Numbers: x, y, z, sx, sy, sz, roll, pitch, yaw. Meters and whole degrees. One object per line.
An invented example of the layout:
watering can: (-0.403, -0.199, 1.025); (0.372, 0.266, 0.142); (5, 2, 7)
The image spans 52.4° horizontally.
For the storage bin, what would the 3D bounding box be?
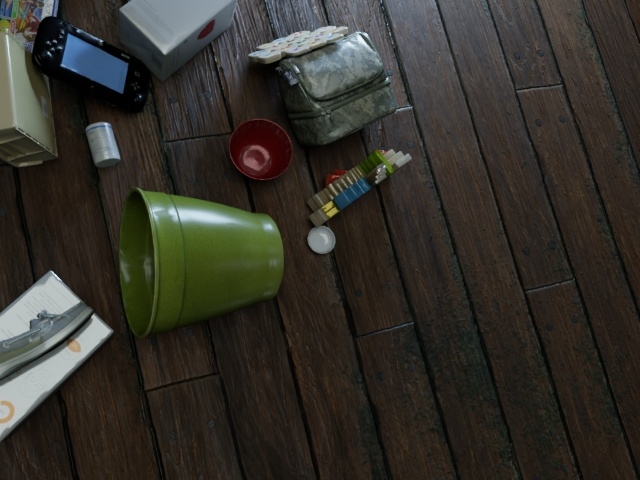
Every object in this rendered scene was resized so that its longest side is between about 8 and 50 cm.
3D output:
storage bin: (-0.773, -0.347, 1.630); (0.123, 0.260, 0.262); (-11, 80, -1)

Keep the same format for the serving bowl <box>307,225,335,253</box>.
serving bowl: (0.000, 0.000, 1.900); (0.083, 0.027, 0.083); (3, 77, -15)

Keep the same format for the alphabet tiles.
alphabet tiles: (-0.064, -0.574, 1.900); (0.284, 0.278, 0.021); (-27, 119, -20)

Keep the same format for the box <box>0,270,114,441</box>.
box: (-0.697, 0.275, 1.555); (0.215, 0.168, 0.345); (45, 69, -3)

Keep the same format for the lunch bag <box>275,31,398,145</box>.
lunch bag: (0.040, -0.439, 1.879); (0.305, 0.212, 0.256); (-28, 108, -20)

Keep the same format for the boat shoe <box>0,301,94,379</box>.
boat shoe: (-0.657, 0.221, 1.430); (0.320, 0.118, 0.103); (-32, 93, -14)

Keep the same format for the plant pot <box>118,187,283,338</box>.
plant pot: (-0.296, 0.052, 1.656); (0.353, 0.366, 0.366); (-1, 78, -29)

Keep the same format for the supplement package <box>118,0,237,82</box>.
supplement package: (-0.401, -0.630, 1.843); (0.175, 0.177, 0.293); (44, 70, -3)

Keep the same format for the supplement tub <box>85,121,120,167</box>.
supplement tub: (-0.589, -0.259, 1.760); (0.071, 0.071, 0.107); (-15, 84, -19)

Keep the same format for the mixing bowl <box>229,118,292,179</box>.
mixing bowl: (-0.179, -0.245, 1.864); (0.181, 0.098, 0.181); (4, 76, -15)

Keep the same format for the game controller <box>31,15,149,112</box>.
game controller: (-0.608, -0.468, 1.743); (0.319, 0.067, 0.166); (22, 72, -41)

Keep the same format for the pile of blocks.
pile of blocks: (0.100, -0.184, 1.908); (0.362, 0.149, 0.113); (-37, 90, -20)

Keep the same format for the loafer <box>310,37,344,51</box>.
loafer: (-0.009, -0.538, 1.988); (0.268, 0.102, 0.092); (-32, 55, -14)

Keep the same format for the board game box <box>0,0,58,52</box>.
board game box: (-0.789, -0.596, 1.754); (0.136, 0.035, 0.201); (11, 99, -14)
